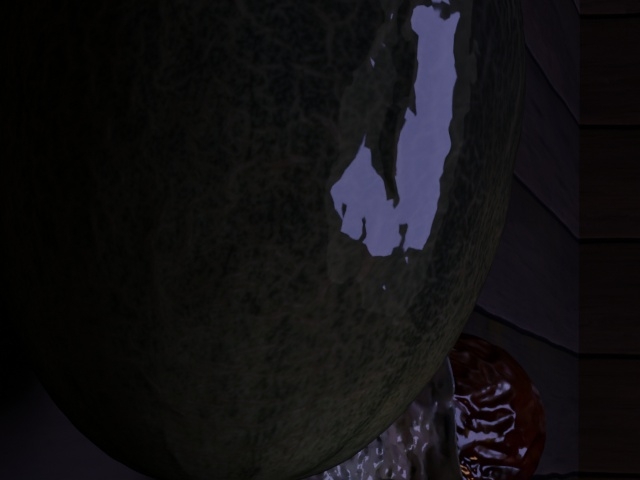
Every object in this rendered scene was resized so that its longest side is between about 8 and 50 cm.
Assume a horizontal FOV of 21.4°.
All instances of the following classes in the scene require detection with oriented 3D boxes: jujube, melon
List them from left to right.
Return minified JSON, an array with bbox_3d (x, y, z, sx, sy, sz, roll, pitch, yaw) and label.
[{"bbox_3d":[-0.032,-0.054,0.753,0.248,0.249,0.329,22,74,-73],"label":"melon"},{"bbox_3d":[0.075,0.143,1.298,0.236,0.168,0.168,15,74,-57],"label":"jujube"}]

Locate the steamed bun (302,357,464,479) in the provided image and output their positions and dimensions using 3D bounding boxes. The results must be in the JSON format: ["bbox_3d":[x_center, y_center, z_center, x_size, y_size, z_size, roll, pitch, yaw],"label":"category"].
[{"bbox_3d":[0.006,0.146,1.020,0.200,0.170,0.225,38,51,-64],"label":"steamed bun"}]
